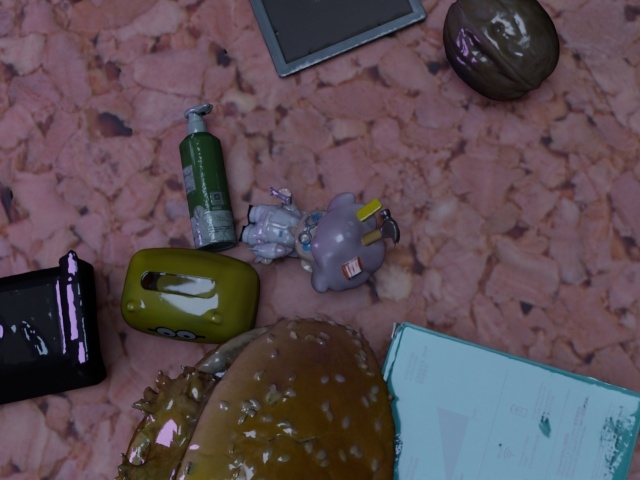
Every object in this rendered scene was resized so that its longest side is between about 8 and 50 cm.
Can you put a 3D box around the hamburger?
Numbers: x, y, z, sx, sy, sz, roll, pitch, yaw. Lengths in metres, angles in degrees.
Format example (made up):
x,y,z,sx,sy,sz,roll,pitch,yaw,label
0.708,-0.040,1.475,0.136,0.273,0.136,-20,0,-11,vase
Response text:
x,y,z,sx,sy,sz,roll,pitch,yaw,label
-0.088,0.285,0.925,0.287,0.268,0.445,15,70,-31,hamburger

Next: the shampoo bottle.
x,y,z,sx,sy,sz,roll,pitch,yaw,label
-0.159,-0.089,1.172,0.065,0.065,0.204,-12,78,5,shampoo bottle

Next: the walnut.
x,y,z,sx,sy,sz,roll,pitch,yaw,label
0.239,-0.266,1.119,0.140,0.140,0.162,-45,93,-2,walnut

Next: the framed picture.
x,y,z,sx,sy,sz,roll,pitch,yaw,label
-0.003,-0.407,1.234,0.232,0.019,0.296,-21,78,4,framed picture

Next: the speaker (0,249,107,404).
x,y,z,sx,sy,sz,roll,pitch,yaw,label
-0.458,0.128,1.110,0.388,0.184,0.180,-12,79,6,speaker

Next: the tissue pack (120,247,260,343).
x,y,z,sx,sy,sz,roll,pitch,yaw,label
-0.173,0.072,1.113,0.178,0.127,0.123,8,79,8,tissue pack

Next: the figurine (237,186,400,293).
x,y,z,sx,sy,sz,roll,pitch,yaw,label
0.000,0.000,1.117,0.229,0.112,0.137,11,73,22,figurine

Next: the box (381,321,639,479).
x,y,z,sx,sy,sz,roll,pitch,yaw,label
0.216,0.240,1.037,0.311,0.118,0.205,15,80,9,box
